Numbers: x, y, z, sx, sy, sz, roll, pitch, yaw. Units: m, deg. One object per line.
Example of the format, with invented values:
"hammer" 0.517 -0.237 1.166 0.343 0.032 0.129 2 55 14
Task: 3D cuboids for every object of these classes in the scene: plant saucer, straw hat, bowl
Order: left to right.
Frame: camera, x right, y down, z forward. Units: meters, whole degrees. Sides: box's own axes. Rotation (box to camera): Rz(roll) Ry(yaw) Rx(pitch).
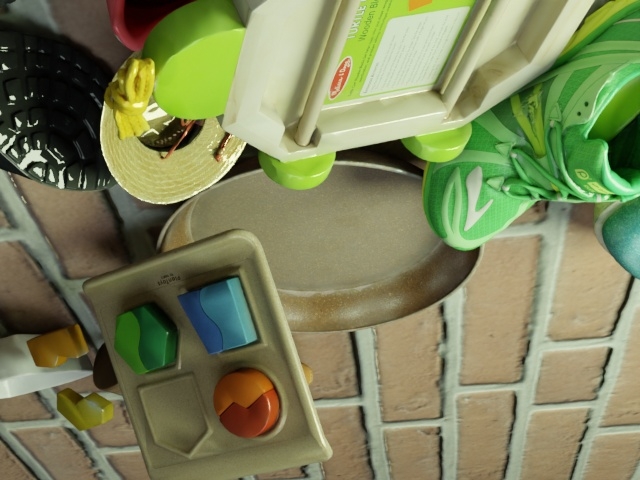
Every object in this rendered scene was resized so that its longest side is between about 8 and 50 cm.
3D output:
"bowl" -0.345 0.141 1.172 0.142 0.053 0.142 -16 169 22
"straw hat" -0.126 -0.101 0.815 0.061 0.144 0.144 25 169 42
"plant saucer" 0.000 0.000 1.002 0.311 0.050 0.310 -1 147 0

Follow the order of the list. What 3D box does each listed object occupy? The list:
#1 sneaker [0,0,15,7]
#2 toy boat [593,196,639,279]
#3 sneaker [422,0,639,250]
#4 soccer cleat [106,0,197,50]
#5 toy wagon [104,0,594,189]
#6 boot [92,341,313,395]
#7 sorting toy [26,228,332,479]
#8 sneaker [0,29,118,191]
"sneaker" -0.169 -0.216 0.646 0.211 0.080 0.081 -26 117 34
"toy boat" 0.418 -0.001 0.929 0.268 0.148 0.318 -29 138 36
"sneaker" 0.187 -0.077 0.804 0.109 0.123 0.295 24 133 -30
"soccer cleat" -0.040 -0.203 0.635 0.248 0.095 0.083 -25 141 32
"toy wagon" 0.026 -0.137 0.669 0.345 0.068 0.267 -13 152 -23
"boot" -0.095 0.152 1.148 0.220 0.109 0.283 15 157 -35
"sorting toy" -0.154 0.134 0.996 0.307 0.229 0.041 -18 -176 31
"sneaker" -0.277 -0.115 0.790 0.124 0.107 0.283 7 170 46
